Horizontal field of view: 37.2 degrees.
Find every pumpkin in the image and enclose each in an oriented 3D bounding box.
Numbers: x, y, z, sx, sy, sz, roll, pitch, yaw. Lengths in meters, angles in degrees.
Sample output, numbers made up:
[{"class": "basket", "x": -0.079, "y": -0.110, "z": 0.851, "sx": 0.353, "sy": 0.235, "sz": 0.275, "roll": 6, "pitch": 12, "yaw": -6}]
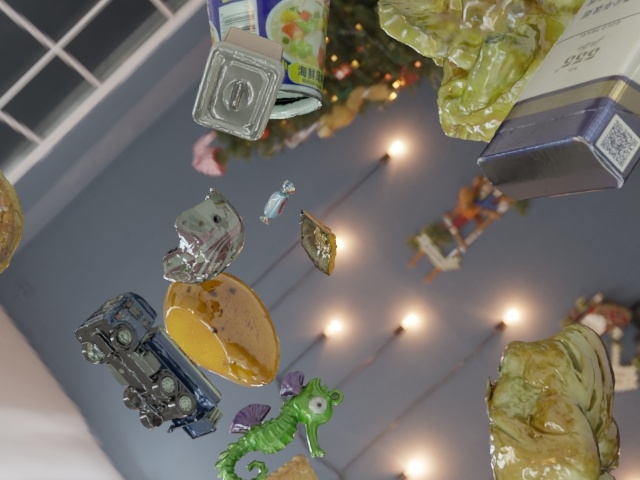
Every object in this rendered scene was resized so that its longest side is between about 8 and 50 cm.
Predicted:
[{"class": "pumpkin", "x": -0.001, "y": 0.000, "z": 1.543, "sx": 0.073, "sy": 0.035, "sz": 0.101, "roll": 36, "pitch": 144, "yaw": 31}]

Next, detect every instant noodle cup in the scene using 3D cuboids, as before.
[{"class": "instant noodle cup", "x": -0.095, "y": -0.402, "z": 1.786, "sx": 0.284, "sy": 0.284, "sz": 0.312, "roll": 35, "pitch": -127, "yaw": -79}]

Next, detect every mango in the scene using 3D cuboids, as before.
[{"class": "mango", "x": -0.192, "y": 0.179, "z": 1.964, "sx": 0.290, "sy": 0.160, "sz": 0.191, "roll": 47, "pitch": -141, "yaw": 2}]

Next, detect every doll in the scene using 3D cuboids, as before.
[{"class": "doll", "x": -0.051, "y": 0.243, "z": 1.203, "sx": 0.115, "sy": 0.190, "sz": 0.050, "roll": 45, "pitch": 159, "yaw": 36}]

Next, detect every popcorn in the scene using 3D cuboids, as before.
[{"class": "popcorn", "x": 0.273, "y": -0.268, "z": 1.427, "sx": 0.325, "sy": 0.321, "sz": 0.290, "roll": -77, "pitch": -29, "yaw": -70}]

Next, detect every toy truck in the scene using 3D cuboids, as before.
[{"class": "toy truck", "x": -0.194, "y": 0.153, "z": 1.132, "sx": 0.201, "sy": 0.074, "sz": 0.088, "roll": 52, "pitch": -141, "yaw": -17}]

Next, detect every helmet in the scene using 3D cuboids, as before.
[{"class": "helmet", "x": -0.190, "y": 0.007, "z": 1.638, "sx": 0.107, "sy": 0.177, "sz": 0.153, "roll": 26, "pitch": -149, "yaw": 5}]

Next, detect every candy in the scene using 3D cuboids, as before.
[{"class": "candy", "x": -0.067, "y": -0.058, "z": 1.502, "sx": 0.030, "sy": 0.083, "sz": 0.020, "roll": 43, "pitch": -155, "yaw": 21}]

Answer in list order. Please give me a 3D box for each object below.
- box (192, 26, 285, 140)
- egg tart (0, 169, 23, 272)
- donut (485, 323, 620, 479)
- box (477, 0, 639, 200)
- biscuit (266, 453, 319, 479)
[{"class": "box", "x": -0.094, "y": -0.188, "z": 1.122, "sx": 0.089, "sy": 0.122, "sz": 0.062, "roll": 17, "pitch": -135, "yaw": -9}, {"class": "egg tart", "x": -0.720, "y": -0.042, "z": 1.835, "sx": 0.115, "sy": 0.290, "sz": 0.290, "roll": -16, "pitch": 129, "yaw": 41}, {"class": "donut", "x": 0.336, "y": 0.299, "z": 1.330, "sx": 0.360, "sy": 0.170, "sz": 0.360, "roll": -7, "pitch": -90, "yaw": -71}, {"class": "box", "x": 0.276, "y": -0.158, "z": 0.912, "sx": 0.071, "sy": 0.259, "sz": 0.168, "roll": 41, "pitch": 163, "yaw": -18}, {"class": "biscuit", "x": -0.098, "y": 0.508, "z": 1.697, "sx": 0.160, "sy": 0.250, "sz": 0.030, "roll": 62, "pitch": 162, "yaw": -12}]
